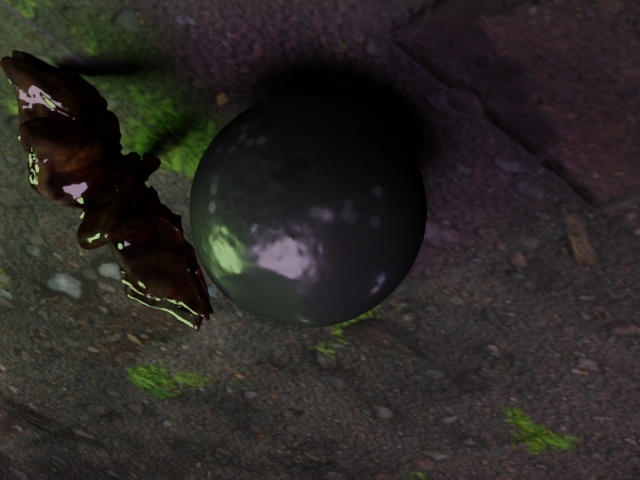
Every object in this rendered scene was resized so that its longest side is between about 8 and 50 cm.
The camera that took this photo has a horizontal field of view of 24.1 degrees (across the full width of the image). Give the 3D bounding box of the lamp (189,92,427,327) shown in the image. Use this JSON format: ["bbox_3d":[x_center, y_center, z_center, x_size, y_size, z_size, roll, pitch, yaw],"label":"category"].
[{"bbox_3d":[-0.018,-0.003,1.211,0.182,0.182,0.314,22,160,0],"label":"lamp"}]

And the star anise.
[{"bbox_3d":[-0.162,-0.037,1.199,0.088,0.288,0.288,-33,133,1],"label":"star anise"}]
